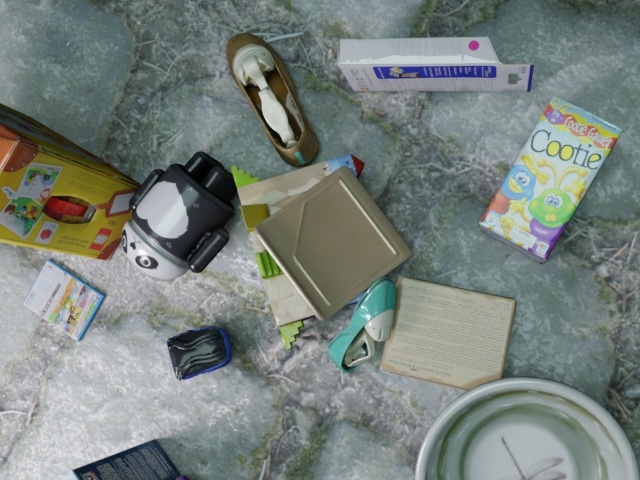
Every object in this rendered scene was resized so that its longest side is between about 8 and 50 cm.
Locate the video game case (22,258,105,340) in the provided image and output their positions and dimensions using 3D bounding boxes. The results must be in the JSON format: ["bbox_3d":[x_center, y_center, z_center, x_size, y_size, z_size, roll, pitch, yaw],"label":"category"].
[{"bbox_3d":[-0.581,0.134,1.772,0.166,0.015,0.119,30,91,14],"label":"video game case"}]

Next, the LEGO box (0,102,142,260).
[{"bbox_3d":[-0.634,-0.149,1.564,0.372,0.500,0.193,31,91,15],"label":"LEGO box"}]

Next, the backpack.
[{"bbox_3d":[-0.246,0.229,1.642,0.120,0.101,0.098,-20,82,6],"label":"backpack"}]

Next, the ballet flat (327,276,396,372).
[{"bbox_3d":[0.095,0.176,1.529,0.087,0.083,0.247,57,136,27],"label":"ballet flat"}]

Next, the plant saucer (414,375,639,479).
[{"bbox_3d":[0.376,0.440,1.459,0.400,0.100,0.401,1,95,6],"label":"plant saucer"}]

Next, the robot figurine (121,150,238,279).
[{"bbox_3d":[-0.294,-0.049,1.641,0.173,0.209,0.278,38,94,-25],"label":"robot figurine"}]

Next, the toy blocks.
[{"bbox_3d":[0.000,0.000,1.586,0.260,0.191,0.382,-17,81,0],"label":"toy blocks"}]

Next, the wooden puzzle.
[{"bbox_3d":[0.025,0.003,1.499,0.238,0.044,0.221,-35,85,-19],"label":"wooden puzzle"}]

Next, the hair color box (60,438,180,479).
[{"bbox_3d":[-0.427,0.506,1.528,0.174,0.347,0.105,-42,77,6],"label":"hair color box"}]

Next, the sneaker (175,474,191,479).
[{"bbox_3d":[-0.195,0.552,1.609,0.236,0.095,0.105,37,87,9],"label":"sneaker"}]

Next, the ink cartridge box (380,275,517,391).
[{"bbox_3d":[0.252,0.185,1.539,0.234,0.088,0.193,12,89,13],"label":"ink cartridge box"}]

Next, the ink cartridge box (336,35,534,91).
[{"bbox_3d":[0.230,-0.344,1.551,0.370,0.176,0.069,5,85,13],"label":"ink cartridge box"}]

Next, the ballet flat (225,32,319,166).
[{"bbox_3d":[-0.113,-0.311,1.653,0.116,0.124,0.342,-27,79,9],"label":"ballet flat"}]

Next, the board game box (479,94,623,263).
[{"bbox_3d":[0.435,-0.110,1.498,0.142,0.144,0.275,30,92,13],"label":"board game box"}]
